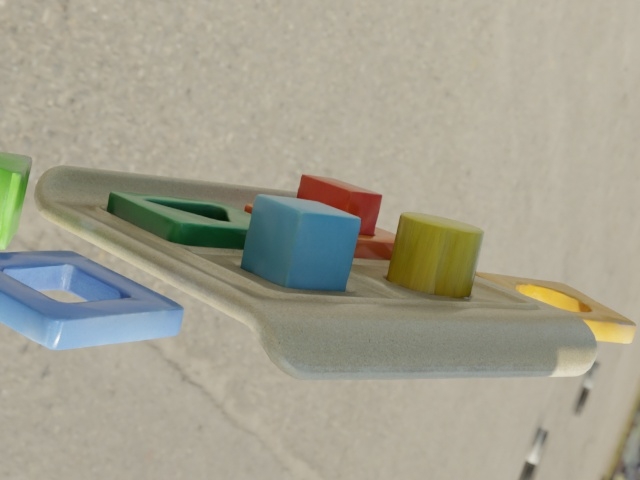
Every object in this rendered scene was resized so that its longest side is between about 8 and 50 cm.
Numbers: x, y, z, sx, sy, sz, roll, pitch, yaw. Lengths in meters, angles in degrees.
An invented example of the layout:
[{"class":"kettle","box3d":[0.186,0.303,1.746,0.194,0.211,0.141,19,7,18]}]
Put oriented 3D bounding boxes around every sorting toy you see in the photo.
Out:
[{"class":"sorting toy","box3d":[0.000,0.000,0.534,0.347,0.196,0.047,5,106,-41]}]
